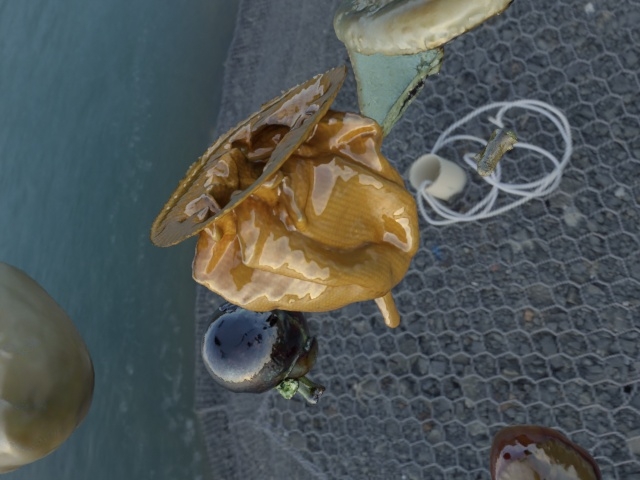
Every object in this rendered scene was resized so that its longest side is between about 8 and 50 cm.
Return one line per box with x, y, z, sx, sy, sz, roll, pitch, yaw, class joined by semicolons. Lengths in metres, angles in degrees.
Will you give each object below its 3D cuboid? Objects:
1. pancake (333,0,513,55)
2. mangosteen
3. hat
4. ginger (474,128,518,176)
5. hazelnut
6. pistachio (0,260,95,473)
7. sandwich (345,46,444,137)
0.180;-0.385;0.981;0.386;0.082;0.387;-25;29;15;pancake
-0.109;0.239;1.442;0.231;0.231;0.289;-30;99;36;mangosteen
0.000;0.000;0.656;0.233;0.233;0.244;-46;21;-16;hat
0.361;-0.187;1.444;0.057;0.044;0.137;35;74;13;ginger
0.422;0.453;1.339;0.210;0.210;0.186;-14;45;42;hazelnut
-0.230;0.085;0.502;0.108;0.126;0.185;-38;48;-2;pistachio
0.206;-0.420;1.829;0.254;0.099;0.289;-8;77;6;sandwich
